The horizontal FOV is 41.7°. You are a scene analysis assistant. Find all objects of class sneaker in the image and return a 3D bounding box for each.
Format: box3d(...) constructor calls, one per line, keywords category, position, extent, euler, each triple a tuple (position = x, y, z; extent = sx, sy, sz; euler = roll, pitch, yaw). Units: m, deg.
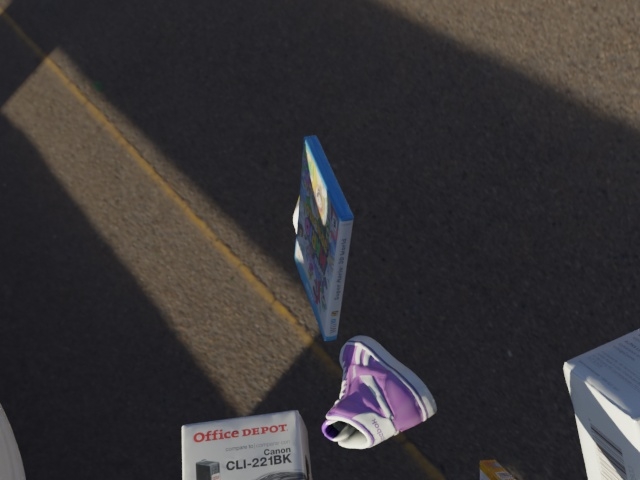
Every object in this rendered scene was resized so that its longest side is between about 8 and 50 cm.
box3d(category="sneaker", position=(0.054, 0.247, 1.371), extent=(0.161, 0.102, 0.282), euler=(-30, 16, -13))

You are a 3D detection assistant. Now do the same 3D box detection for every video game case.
box3d(category="video game case", position=(0.000, 0.000, 0.810), extent=(0.015, 0.166, 0.119), euler=(-9, 46, -15))

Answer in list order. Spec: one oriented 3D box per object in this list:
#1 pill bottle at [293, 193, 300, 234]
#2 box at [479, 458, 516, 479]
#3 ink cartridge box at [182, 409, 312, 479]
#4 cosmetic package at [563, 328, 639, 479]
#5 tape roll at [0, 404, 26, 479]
box3d(category="pill bottle", position=(-0.005, -0.039, 1.224), extent=(0.065, 0.065, 0.116), euler=(-23, 23, 17))
box3d(category="box", position=(0.251, 0.389, 1.189), extent=(0.028, 0.081, 0.136), euler=(-4, 96, -9))
box3d(category="ink cartridge box", position=(-0.112, 0.423, 1.334), extent=(0.197, 0.114, 0.273), euler=(-8, 58, 2))
box3d(category="cosmetic package", position=(0.511, 0.187, 1.003), extent=(0.385, 0.217, 0.156), euler=(-21, 21, -10))
box3d(category="tape roll", position=(-0.354, 0.170, 0.607), extent=(0.169, 0.246, 0.246), euler=(-29, 51, 0))
